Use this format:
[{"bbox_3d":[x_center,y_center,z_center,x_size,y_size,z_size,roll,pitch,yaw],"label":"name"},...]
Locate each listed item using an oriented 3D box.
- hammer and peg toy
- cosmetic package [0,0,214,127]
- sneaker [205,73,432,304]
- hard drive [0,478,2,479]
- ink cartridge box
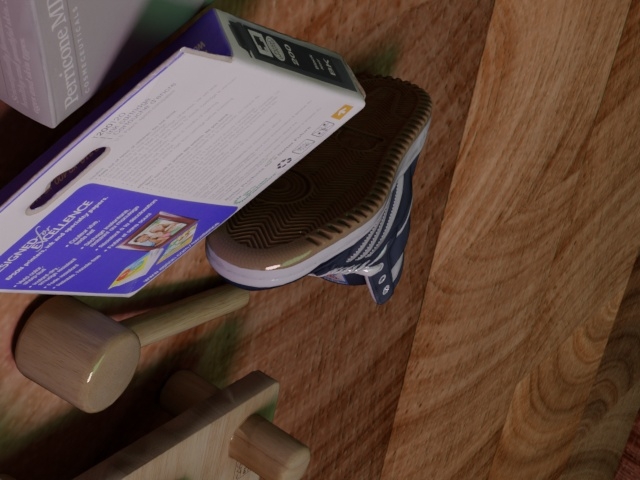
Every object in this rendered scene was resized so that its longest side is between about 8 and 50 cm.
[{"bbox_3d":[-0.117,0.194,0.952,0.266,0.127,0.361,-26,138,-50],"label":"hammer and peg toy"},{"bbox_3d":[-0.090,-0.179,0.659,0.238,0.107,0.127,-49,155,-30],"label":"cosmetic package"},{"bbox_3d":[0.000,0.000,0.972,0.282,0.099,0.153,-48,155,-53],"label":"sneaker"},{"bbox_3d":[-0.290,0.250,0.681,0.353,0.047,0.233,-50,124,-23],"label":"hard drive"},{"bbox_3d":[-0.100,-0.041,0.744,0.206,0.045,0.208,-38,164,20],"label":"ink cartridge box"}]
